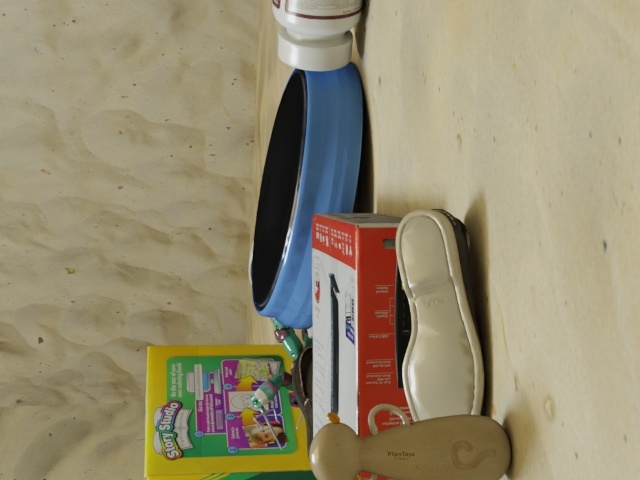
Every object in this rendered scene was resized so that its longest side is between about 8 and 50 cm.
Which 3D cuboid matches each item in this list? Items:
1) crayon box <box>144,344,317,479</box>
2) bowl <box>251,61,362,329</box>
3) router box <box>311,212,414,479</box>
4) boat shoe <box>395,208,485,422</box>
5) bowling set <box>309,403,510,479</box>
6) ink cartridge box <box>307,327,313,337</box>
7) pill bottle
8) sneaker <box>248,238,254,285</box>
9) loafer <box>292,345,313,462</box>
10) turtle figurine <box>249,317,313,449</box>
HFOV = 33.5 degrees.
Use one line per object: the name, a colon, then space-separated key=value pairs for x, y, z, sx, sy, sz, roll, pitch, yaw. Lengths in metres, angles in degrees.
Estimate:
crayon box: x=-0.165 y=0.338 z=1.957 sx=0.363 sy=0.312 sz=0.106 roll=-103 pitch=14 yaw=-58
bowl: x=-0.029 y=-0.069 z=1.531 sx=0.391 sy=0.077 sz=0.391 roll=-171 pitch=90 yaw=-78
router box: x=0.052 y=0.124 z=1.177 sx=0.335 sy=0.082 sz=0.301 roll=-161 pitch=71 yaw=-82
boat shoe: x=0.112 y=0.075 z=0.899 sx=0.065 sy=0.075 sz=0.206 roll=-1 pitch=-96 yaw=-55
bowling set: x=0.061 y=0.281 z=0.859 sx=0.200 sy=0.154 sz=0.287 roll=122 pitch=147 yaw=-76
ink cartridge box: x=0.003 y=0.076 z=1.634 sx=0.135 sy=0.056 sz=0.099 roll=-108 pitch=20 yaw=-66
pill bottle: x=-0.001 y=-0.342 z=1.382 sx=0.121 sy=0.121 sz=0.221 roll=-102 pitch=14 yaw=-56
sneaker: x=-0.075 y=-0.027 z=2.097 sx=0.123 sy=0.105 sz=0.290 roll=-90 pitch=14 yaw=-53
loafer: x=0.014 y=0.233 z=1.551 sx=0.220 sy=0.080 sz=0.078 roll=-105 pitch=25 yaw=-44
turtle figurine: x=-0.027 y=0.211 z=1.696 sx=0.175 sy=0.118 sz=0.234 roll=17 pitch=-123 yaw=-56
